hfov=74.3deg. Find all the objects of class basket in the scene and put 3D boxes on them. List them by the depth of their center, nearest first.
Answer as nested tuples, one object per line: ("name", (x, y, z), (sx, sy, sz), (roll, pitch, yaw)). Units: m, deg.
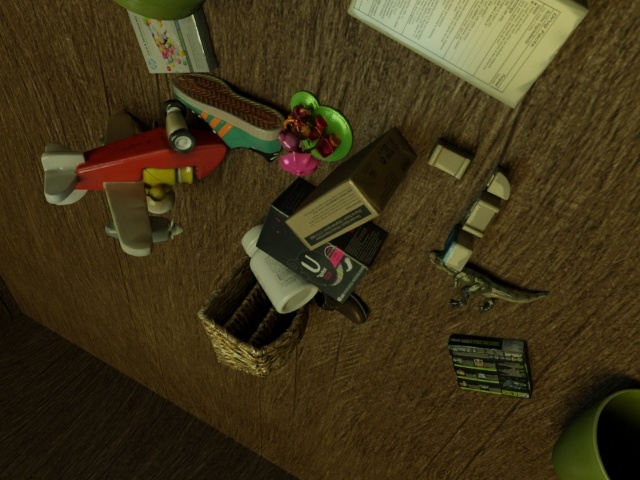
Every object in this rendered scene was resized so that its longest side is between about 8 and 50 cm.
("basket", (-0.164, 0.203, 1.208), (0.214, 0.299, 0.223), (12, 131, 24))

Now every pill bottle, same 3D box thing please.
("pill bottle", (-0.115, 0.070, 1.141), (0.229, 0.131, 0.131), (54, 141, 23))

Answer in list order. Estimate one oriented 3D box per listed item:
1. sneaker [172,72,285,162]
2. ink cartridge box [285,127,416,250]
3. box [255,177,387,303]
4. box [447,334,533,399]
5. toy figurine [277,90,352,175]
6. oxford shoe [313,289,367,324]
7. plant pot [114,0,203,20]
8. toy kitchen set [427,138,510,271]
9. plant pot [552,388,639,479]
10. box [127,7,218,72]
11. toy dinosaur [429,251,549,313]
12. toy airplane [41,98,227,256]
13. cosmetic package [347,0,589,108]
("sneaker", (-0.217, -0.278, 0.975), (0.302, 0.108, 0.121), (32, 143, 14))
("ink cartridge box", (0.066, -0.104, 0.850), (0.088, 0.234, 0.193), (49, 136, -11))
("box", (0.000, 0.000, 1.047), (0.270, 0.143, 0.165), (33, 136, 5))
("box", (0.451, 0.335, 1.121), (0.191, 0.045, 0.184), (-3, 126, 33))
("toy figurine", (-0.035, -0.209, 0.880), (0.130, 0.159, 0.173), (-24, 110, 43))
("oxford shoe", (0.036, 0.177, 1.211), (0.227, 0.096, 0.083), (39, 135, -4))
("plant pot", (-0.217, -0.533, 0.621), (0.366, 0.366, 0.353), (52, 147, -16))
("toy kitchen set", (0.265, -0.078, 0.862), (0.166, 0.122, 0.207), (28, 116, 9))
("plant pot", (0.691, 0.521, 0.998), (0.275, 0.274, 0.293), (27, 151, 10))
("box", (-0.331, -0.455, 0.946), (0.186, 0.038, 0.145), (11, 131, 26))
("toy dinosaur", (0.366, 0.117, 0.979), (0.268, 0.064, 0.118), (22, 128, 11))
("toy airplane", (-0.463, -0.154, 1.043), (0.385, 0.386, 0.272), (17, 149, 17))
("cosmetic package", (0.212, -0.350, 0.628), (0.296, 0.129, 0.153), (34, 135, 4))
